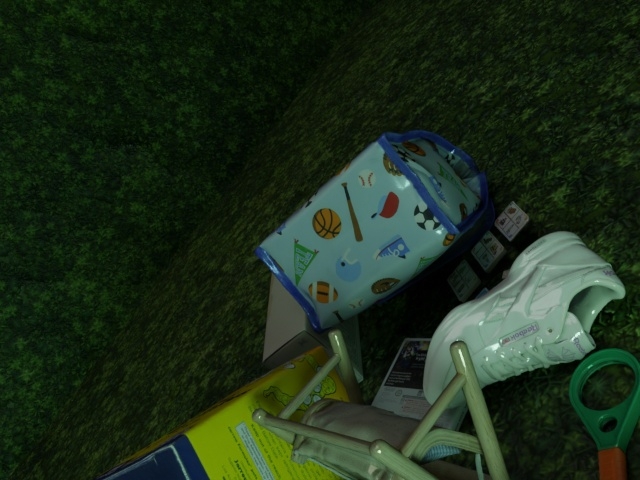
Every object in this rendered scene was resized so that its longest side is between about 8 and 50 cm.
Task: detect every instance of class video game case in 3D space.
[{"bbox_3d":[0.164,0.228,1.022,0.190,0.022,0.173,-12,41,55],"label":"video game case"}]

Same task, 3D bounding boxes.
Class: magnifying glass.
[{"bbox_3d":[0.329,0.219,0.746,0.092,0.026,0.231,-28,27,37],"label":"magnifying glass"}]

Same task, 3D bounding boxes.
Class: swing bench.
[{"bbox_3d":[0.099,0.254,0.769,0.165,0.255,0.253,-43,18,-28],"label":"swing bench"}]

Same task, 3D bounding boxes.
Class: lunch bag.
[{"bbox_3d":[0.129,-0.029,1.217,0.327,0.239,0.385,-38,-5,26],"label":"lunch bag"}]

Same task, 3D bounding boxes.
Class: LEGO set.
[{"bbox_3d":[0.308,0.060,1.048,0.182,0.060,0.244,-54,19,15],"label":"LEGO set"}]

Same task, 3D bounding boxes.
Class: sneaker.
[{"bbox_3d":[0.260,0.124,0.870,0.305,0.114,0.152,-47,36,7],"label":"sneaker"}]

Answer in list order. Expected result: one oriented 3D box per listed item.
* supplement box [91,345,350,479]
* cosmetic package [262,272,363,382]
[{"bbox_3d":[-0.103,0.317,0.915,0.194,0.195,0.356,-32,-7,30],"label":"supplement box"},{"bbox_3d":[-0.013,0.149,1.285,0.113,0.160,0.309,-38,23,21],"label":"cosmetic package"}]
